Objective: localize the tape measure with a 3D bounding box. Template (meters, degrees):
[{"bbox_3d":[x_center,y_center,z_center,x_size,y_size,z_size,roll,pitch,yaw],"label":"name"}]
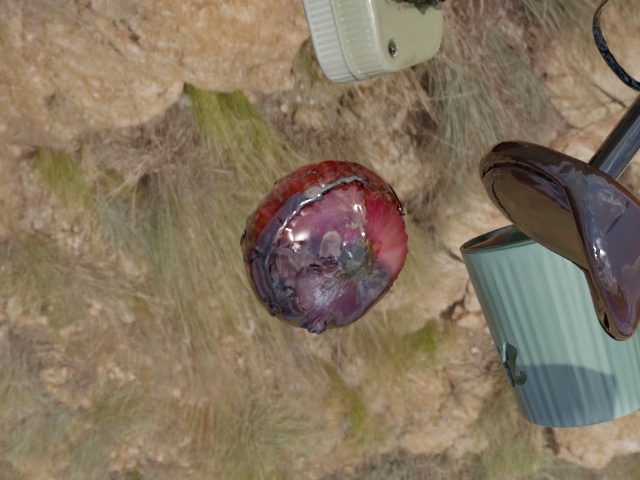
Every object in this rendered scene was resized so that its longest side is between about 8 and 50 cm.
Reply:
[{"bbox_3d":[0.072,-0.353,0.914,0.133,0.231,0.271,-7,108,36],"label":"tape measure"}]

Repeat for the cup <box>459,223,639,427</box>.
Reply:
[{"bbox_3d":[0.494,0.125,1.454,0.310,0.401,0.392,-14,95,34],"label":"cup"}]

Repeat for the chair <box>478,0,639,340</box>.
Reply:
[{"bbox_3d":[0.326,-0.117,0.736,0.226,0.226,0.401,41,83,-31],"label":"chair"}]

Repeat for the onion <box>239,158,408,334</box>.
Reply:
[{"bbox_3d":[0.000,0.000,0.755,0.184,0.147,0.184,-7,112,-18],"label":"onion"}]
